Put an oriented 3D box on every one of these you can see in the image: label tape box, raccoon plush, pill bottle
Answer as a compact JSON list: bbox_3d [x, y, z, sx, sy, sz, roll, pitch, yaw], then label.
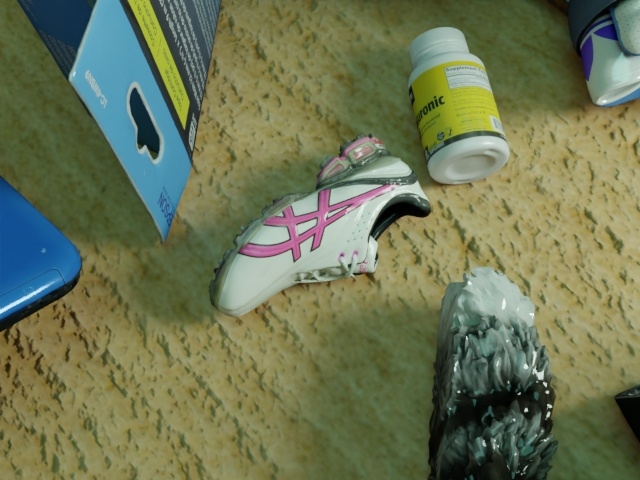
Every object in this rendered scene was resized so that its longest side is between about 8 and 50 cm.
[{"bbox_3d":[-0.155,-0.205,0.667,0.115,0.249,0.348,6,68,7],"label":"label tape box"},{"bbox_3d":[0.216,0.220,0.496,0.299,0.216,0.447,7,68,0],"label":"raccoon plush"},{"bbox_3d":[0.106,-0.109,0.705,0.065,0.065,0.116,-11,67,1],"label":"pill bottle"}]

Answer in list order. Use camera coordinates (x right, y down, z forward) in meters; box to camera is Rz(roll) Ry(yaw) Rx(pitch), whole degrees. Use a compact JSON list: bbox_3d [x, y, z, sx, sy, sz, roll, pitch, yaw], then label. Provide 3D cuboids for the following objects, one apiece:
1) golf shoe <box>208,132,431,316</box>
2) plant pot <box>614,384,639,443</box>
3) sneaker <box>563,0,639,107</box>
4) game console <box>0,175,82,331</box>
[{"bbox_3d":[0.000,0.000,0.668,0.186,0.067,0.086,-40,71,-11],"label":"golf shoe"},{"bbox_3d":[0.323,0.137,0.522,0.187,0.188,0.167,-18,83,-12],"label":"plant pot"},{"bbox_3d":[0.208,-0.226,0.706,0.322,0.130,0.236,17,65,5],"label":"sneaker"},{"bbox_3d":[-0.358,0.034,0.619,0.293,0.173,0.250,40,45,17],"label":"game console"}]
